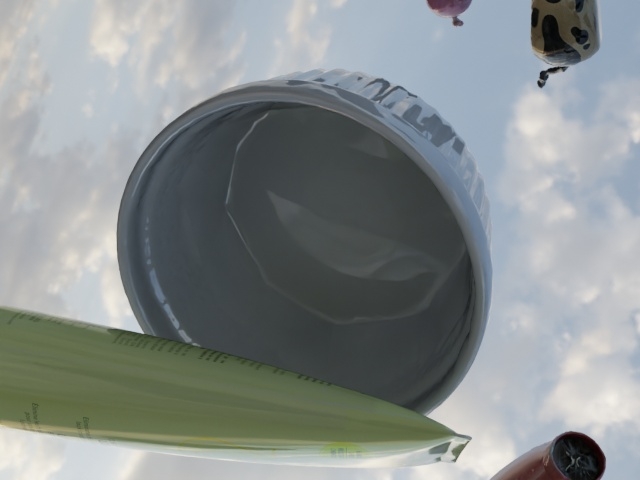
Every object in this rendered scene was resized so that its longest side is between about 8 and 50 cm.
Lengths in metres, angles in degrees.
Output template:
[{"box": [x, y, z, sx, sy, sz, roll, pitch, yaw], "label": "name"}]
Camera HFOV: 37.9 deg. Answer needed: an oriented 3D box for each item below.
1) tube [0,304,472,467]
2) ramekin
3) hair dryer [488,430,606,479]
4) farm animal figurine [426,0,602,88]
[{"box": [-0.050, 0.081, 0.450, 0.070, 0.240, 0.062, -68, 166, -67], "label": "tube"}, {"box": [0.000, 0.000, 0.533, 0.207, 0.207, 0.109, -52, -179, 30], "label": "ramekin"}, {"box": [0.210, 0.211, 0.682, 0.224, 0.293, 0.080, -24, -133, 22], "label": "hair dryer"}, {"box": [0.106, -0.283, 0.668, 0.327, 0.330, 0.172, -61, -176, 44], "label": "farm animal figurine"}]
